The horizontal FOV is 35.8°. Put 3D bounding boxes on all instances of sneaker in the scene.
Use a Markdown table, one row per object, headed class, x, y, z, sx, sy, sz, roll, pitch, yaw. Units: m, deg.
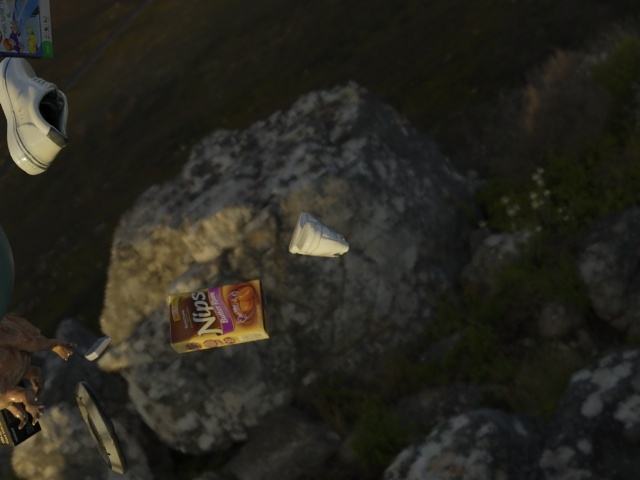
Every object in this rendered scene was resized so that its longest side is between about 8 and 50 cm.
| class | x | y | z | sx | sy | sz | roll | pitch | yaw |
| --- | --- | --- | --- | --- | --- | --- | --- | --- | --- |
| sneaker | 0.000 | 0.000 | 1.827 | 0.212 | 0.094 | 0.080 | -138 | 64 | -77 |
| sneaker | -0.438 | -0.210 | 1.544 | 0.091 | 0.094 | 0.258 | -33 | 52 | 11 |

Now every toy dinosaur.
| class | x | y | z | sx | sy | sz | roll | pitch | yaw |
| --- | --- | --- | --- | --- | --- | --- | --- | --- | --- |
| toy dinosaur | -0.500 | 0.182 | 1.494 | 0.127 | 0.200 | 0.295 | -45 | 18 | 33 |

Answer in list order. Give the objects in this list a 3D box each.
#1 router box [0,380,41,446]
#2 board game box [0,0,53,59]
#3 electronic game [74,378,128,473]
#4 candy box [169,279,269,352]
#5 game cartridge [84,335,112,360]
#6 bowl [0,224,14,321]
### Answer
| class | x | y | z | sx | sy | sz | roll | pitch | yaw |
| --- | --- | --- | --- | --- | --- | --- | --- | --- | --- |
| router box | -0.756 | 0.290 | 2.142 | 0.243 | 0.308 | 0.081 | -8 | 15 | 38 |
| board game box | -0.429 | -0.348 | 1.330 | 0.035 | 0.201 | 0.136 | 1 | 8 | 34 |
| electronic game | -0.483 | 0.412 | 2.193 | 0.048 | 0.229 | 0.229 | -25 | 26 | -22 |
| candy box | -0.199 | 0.149 | 1.931 | 0.187 | 0.053 | 0.109 | -11 | 63 | 7 |
| game cartridge | -0.470 | 0.228 | 2.087 | 0.056 | 0.017 | 0.083 | -48 | 13 | -25 |
| bowl | -0.514 | -0.001 | 1.162 | 0.311 | 0.312 | 0.163 | -63 | 4 | -37 |
